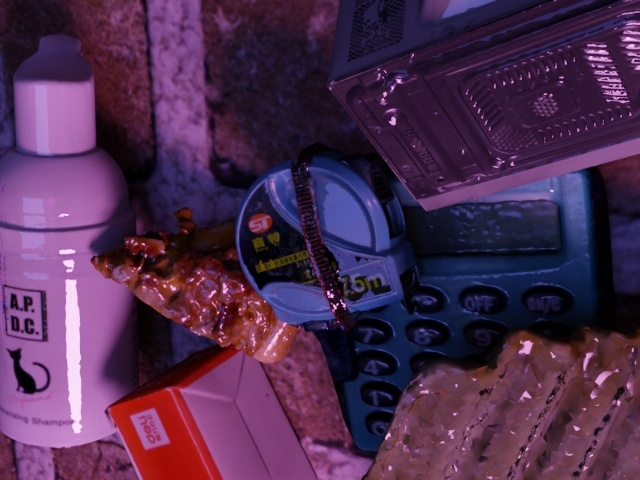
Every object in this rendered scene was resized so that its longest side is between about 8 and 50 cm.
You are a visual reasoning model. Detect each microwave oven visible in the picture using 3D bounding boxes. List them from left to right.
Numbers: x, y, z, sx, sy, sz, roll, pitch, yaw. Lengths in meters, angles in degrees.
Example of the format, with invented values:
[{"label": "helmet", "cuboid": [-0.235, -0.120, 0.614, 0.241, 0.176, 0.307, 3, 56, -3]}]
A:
[{"label": "microwave oven", "cuboid": [0.130, -0.124, 0.517, 0.208, 0.123, 0.162, -16, 139, 29]}]

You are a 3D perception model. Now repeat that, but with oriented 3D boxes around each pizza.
[{"label": "pizza", "cuboid": [-0.104, 0.034, 0.707, 0.193, 0.069, 0.154, 6, 114, -11]}]

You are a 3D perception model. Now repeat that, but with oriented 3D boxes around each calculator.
[{"label": "calculator", "cuboid": [0.108, 0.065, 0.656, 0.248, 0.058, 0.274, -1, 105, 28]}]

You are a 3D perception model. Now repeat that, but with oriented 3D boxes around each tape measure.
[{"label": "tape measure", "cuboid": [0.000, 0.000, 0.615, 0.125, 0.081, 0.146, -14, 93, 25]}]

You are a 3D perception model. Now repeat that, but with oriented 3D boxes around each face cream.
[{"label": "face cream", "cuboid": [-0.248, -0.001, 0.762, 0.145, 0.145, 0.370, 11, 110, 23]}]

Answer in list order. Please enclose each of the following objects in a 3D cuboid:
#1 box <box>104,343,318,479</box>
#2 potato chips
[{"label": "box", "cuboid": [-0.098, 0.200, 0.755, 0.099, 0.133, 0.182, -22, 96, 33]}, {"label": "potato chips", "cuboid": [0.203, 0.234, 0.614, 0.358, 0.070, 0.429, 11, 120, 4]}]
